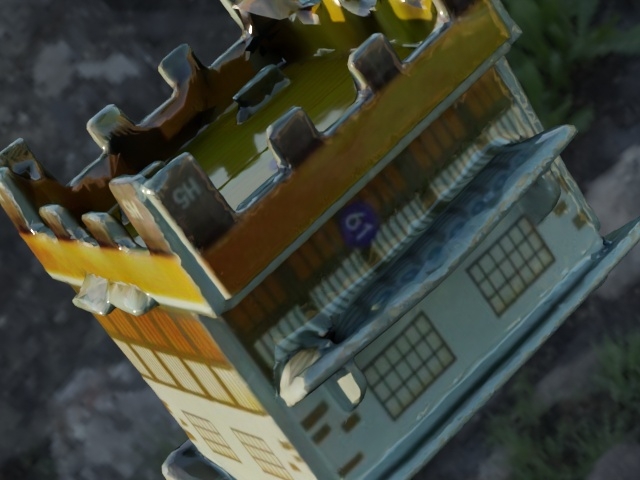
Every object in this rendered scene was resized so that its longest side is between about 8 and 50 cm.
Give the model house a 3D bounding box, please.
[{"bbox_3d":[0.000,0.000,0.727,0.224,0.215,0.198,-44,22,-22],"label":"model house"}]
